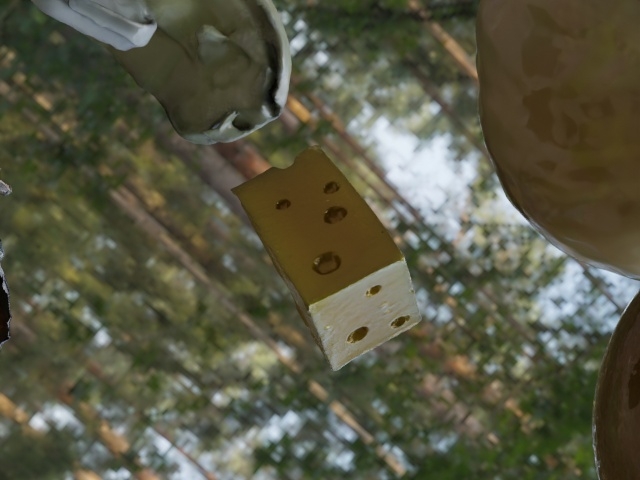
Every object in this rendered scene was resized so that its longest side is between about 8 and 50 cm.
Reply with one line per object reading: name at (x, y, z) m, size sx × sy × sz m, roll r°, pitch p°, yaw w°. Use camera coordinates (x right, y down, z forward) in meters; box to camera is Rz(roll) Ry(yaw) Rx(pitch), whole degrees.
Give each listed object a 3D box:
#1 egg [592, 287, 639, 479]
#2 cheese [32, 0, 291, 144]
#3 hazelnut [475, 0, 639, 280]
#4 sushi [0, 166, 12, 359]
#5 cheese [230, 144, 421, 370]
egg at (0.366, 0.158, 1.190) m, size 0.282 × 0.282 × 0.351 m, roll -176°, pitch -84°, yaw -69°
cheese at (-0.083, -0.128, 0.477) m, size 0.050 × 0.127 × 0.235 m, roll -50°, pitch -147°, yaw 27°
hazelnut at (0.223, -0.101, 0.914) m, size 0.241 × 0.261 × 0.261 m, roll 20°, pitch -113°, yaw 49°
sushi at (-0.275, -0.047, 0.696) m, size 0.234 × 0.348 × 0.207 m, roll -42°, pitch -167°, yaw -18°
cheese at (0.000, 0.000, 1.233) m, size 0.093 × 0.171 × 0.126 m, roll -30°, pitch 151°, yaw -5°
